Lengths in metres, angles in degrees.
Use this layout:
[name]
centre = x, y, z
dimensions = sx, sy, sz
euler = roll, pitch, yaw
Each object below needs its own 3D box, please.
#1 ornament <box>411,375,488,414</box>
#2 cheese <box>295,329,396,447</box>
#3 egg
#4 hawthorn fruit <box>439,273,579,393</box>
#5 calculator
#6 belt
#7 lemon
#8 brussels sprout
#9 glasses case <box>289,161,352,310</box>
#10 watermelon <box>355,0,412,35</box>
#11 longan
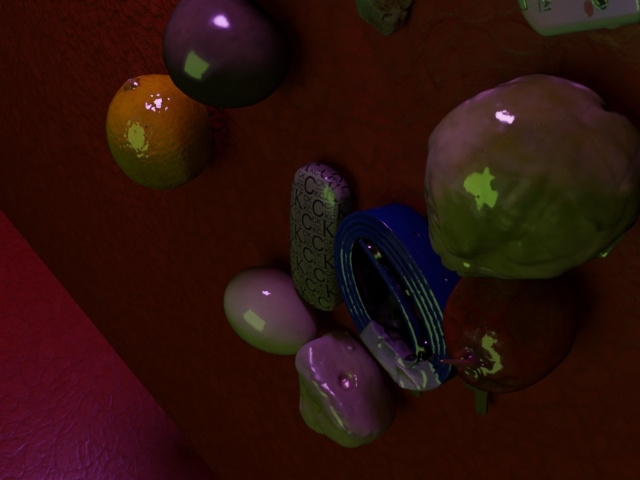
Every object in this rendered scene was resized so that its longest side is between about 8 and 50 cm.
[ornament]
centre = 0.273, 0.225, 1.304
dimensions = 0.230, 0.061, 0.245
euler = 19, 123, 40
[cheese]
centre = 0.058, 0.374, 1.571
dimensions = 0.248, 0.174, 0.251
euler = 45, 142, 32
[egg]
centre = -0.114, 0.169, 1.613
dimensions = 0.254, 0.188, 0.188
euler = 38, 140, 18
[hawthorn fruit]
centre = 0.279, 0.141, 1.067
dimensions = 0.210, 0.262, 0.210
euler = 32, 141, 30
[calculator]
centre = 0.351, -0.331, 0.830
dimensions = 0.246, 0.045, 0.141
euler = 8, 121, 46
[belt]
centre = 0.154, 0.101, 1.256
dimensions = 0.212, 0.117, 0.347
euler = -38, 75, 43
[lemon]
centre = -0.366, -0.247, 1.565
dimensions = 0.267, 0.267, 0.267
euler = 29, 135, 34
[brussels sprout]
centre = 0.276, -0.085, 0.934
dimensions = 0.317, 0.242, 0.273
euler = -21, 118, 34
[glasses case]
centre = 0.000, 0.000, 1.444
dimensions = 0.137, 0.085, 0.354
euler = 30, 135, 32
[watermelon]
centre = 0.105, -0.401, 1.069
dimensions = 0.094, 0.081, 0.180
euler = 23, 143, 4
[longan]
centre = -0.183, -0.370, 1.295
dimensions = 0.246, 0.246, 0.215
euler = 61, 158, -4
